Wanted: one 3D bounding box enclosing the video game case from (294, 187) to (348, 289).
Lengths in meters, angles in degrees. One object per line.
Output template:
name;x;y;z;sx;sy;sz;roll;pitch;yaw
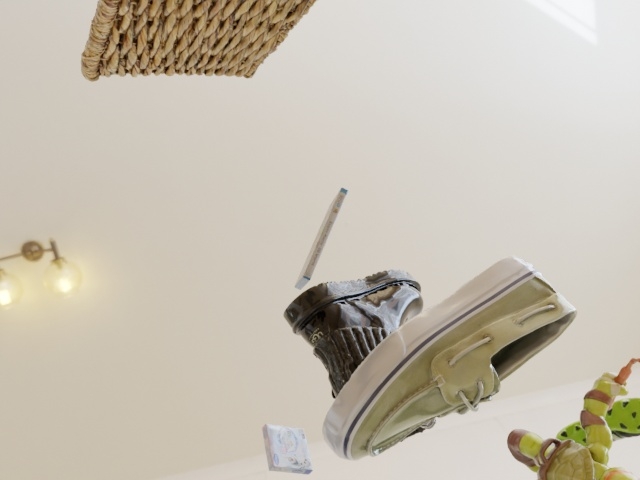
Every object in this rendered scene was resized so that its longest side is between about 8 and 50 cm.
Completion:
video game case;0.000;0.000;0.986;0.015;0.166;0.119;24;165;-3

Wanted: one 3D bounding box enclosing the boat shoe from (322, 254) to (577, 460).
boat shoe;0.138;0.122;0.579;0.302;0.109;0.094;-36;-131;-19

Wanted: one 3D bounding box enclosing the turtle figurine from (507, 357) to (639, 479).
turtle figurine;0.243;0.253;0.563;0.087;0.269;0.217;14;159;-6

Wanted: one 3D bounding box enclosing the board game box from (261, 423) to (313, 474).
board game box;-0.064;0.401;1.105;0.090;0.020;0.090;20;-148;-30

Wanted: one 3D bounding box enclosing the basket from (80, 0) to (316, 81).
basket;-0.142;-0.320;0.607;0.223;0.213;0.299;-9;176;-28

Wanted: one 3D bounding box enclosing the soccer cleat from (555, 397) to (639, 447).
soccer cleat;0.478;0.309;0.957;0.179;0.060;0.072;-25;153;12

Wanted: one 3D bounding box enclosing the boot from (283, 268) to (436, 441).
boot;0.116;0.193;0.951;0.348;0.260;0.131;-5;140;-49
